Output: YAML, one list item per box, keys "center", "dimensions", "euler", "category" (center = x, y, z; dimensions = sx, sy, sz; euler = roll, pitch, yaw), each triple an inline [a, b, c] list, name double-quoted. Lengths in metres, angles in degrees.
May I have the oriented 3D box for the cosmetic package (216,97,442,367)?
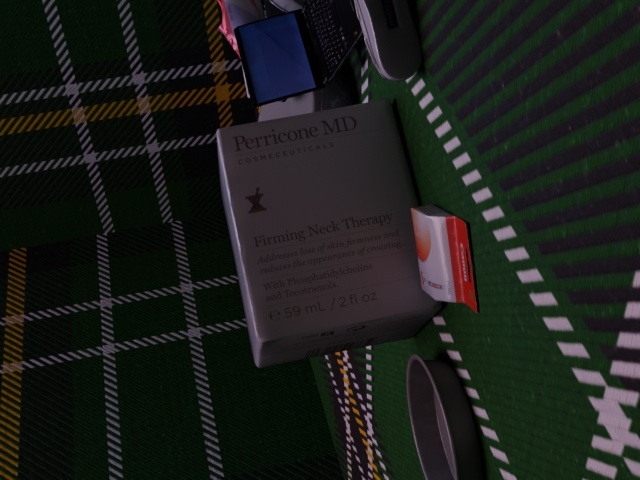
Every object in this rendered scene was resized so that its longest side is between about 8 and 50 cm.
- center: [0.000, 0.000, 1.682]
  dimensions: [0.327, 0.330, 0.393]
  euler: [103, 154, -73]
  category: "cosmetic package"

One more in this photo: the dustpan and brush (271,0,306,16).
- center: [-0.102, -0.584, 2.099]
  dimensions: [0.060, 0.211, 0.147]
  euler: [-44, 47, 36]
  category: "dustpan and brush"

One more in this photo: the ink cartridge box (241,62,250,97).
- center: [-0.143, -0.526, 2.555]
  dimensions: [0.045, 0.206, 0.208]
  euler: [1, 107, 44]
  category: "ink cartridge box"

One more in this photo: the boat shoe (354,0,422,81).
- center: [0.095, -0.381, 1.398]
  dimensions: [0.088, 0.096, 0.267]
  euler: [-151, 43, -74]
  category: "boat shoe"

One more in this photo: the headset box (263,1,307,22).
- center: [-0.090, -0.532, 2.358]
  dimensions: [0.283, 0.131, 0.246]
  euler: [-131, 32, -75]
  category: "headset box"

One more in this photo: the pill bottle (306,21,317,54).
- center: [-0.031, -0.474, 2.144]
  dimensions: [0.169, 0.094, 0.094]
  euler: [-137, 37, -74]
  category: "pill bottle"

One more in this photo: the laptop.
- center: [-0.047, -0.432, 1.818]
  dimensions: [0.264, 0.137, 0.234]
  euler: [-51, 45, 44]
  category: "laptop"

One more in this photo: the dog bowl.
- center: [-0.053, -0.267, 2.053]
  dimensions: [0.349, 0.102, 0.348]
  euler: [-18, 68, 55]
  category: "dog bowl"

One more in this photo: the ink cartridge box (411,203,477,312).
- center: [0.191, 0.029, 1.401]
  dimensions: [0.179, 0.045, 0.145]
  euler: [-122, 23, -76]
  category: "ink cartridge box"

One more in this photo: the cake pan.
- center: [0.217, 0.340, 1.579]
  dimensions: [0.293, 0.054, 0.293]
  euler: [169, 90, -82]
  category: "cake pan"

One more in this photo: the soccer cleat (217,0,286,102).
- center: [-0.160, -0.445, 1.984]
  dimensions: [0.108, 0.116, 0.318]
  euler: [140, 110, -78]
  category: "soccer cleat"
